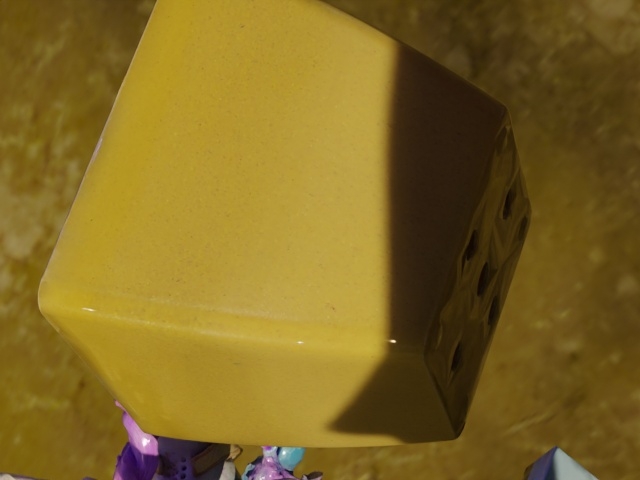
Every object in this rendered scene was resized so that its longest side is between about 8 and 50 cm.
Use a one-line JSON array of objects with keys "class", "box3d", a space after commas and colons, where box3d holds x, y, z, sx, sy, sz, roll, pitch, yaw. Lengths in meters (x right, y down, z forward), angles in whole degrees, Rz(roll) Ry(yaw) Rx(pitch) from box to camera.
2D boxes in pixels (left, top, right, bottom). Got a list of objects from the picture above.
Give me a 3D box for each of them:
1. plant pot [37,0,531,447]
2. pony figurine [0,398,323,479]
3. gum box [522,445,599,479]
[{"class": "plant pot", "box3d": [0.000, 0.000, 1.054, 0.187, 0.212, 0.212, 14, 70, 17]}, {"class": "pony figurine", "box3d": [-0.120, 0.222, 1.396, 0.302, 0.364, 0.351, 0, 29, 21]}, {"class": "gum box", "box3d": [0.207, 0.260, 1.401, 0.184, 0.041, 0.157, 39, 41, -7]}]
